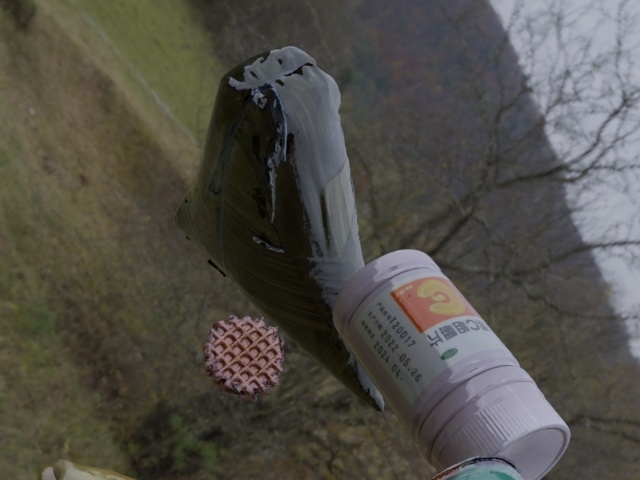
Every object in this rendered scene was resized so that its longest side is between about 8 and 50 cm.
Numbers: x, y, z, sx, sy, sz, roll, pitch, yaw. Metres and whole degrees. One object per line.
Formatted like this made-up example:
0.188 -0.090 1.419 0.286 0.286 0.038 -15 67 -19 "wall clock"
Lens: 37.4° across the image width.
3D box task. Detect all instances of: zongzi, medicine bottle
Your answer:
0.000 0.000 1.242 0.432 0.207 0.403 52 -27 14 "zongzi"
0.124 0.134 0.953 0.250 0.133 0.133 55 4 38 "medicine bottle"

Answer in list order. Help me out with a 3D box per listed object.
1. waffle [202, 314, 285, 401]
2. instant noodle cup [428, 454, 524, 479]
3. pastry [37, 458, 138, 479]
-0.069 0.103 0.857 0.029 0.075 0.083 122 -23 -55 "waffle"
0.145 0.327 0.743 0.190 0.251 0.251 35 -11 42 "instant noodle cup"
-0.048 0.213 0.321 0.256 0.170 0.237 105 -10 -59 "pastry"
